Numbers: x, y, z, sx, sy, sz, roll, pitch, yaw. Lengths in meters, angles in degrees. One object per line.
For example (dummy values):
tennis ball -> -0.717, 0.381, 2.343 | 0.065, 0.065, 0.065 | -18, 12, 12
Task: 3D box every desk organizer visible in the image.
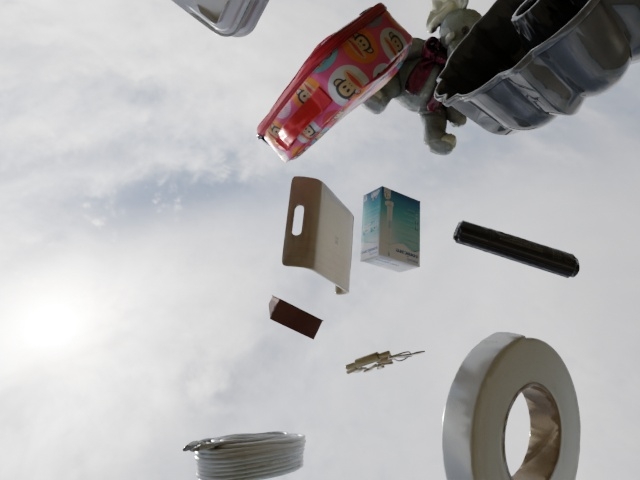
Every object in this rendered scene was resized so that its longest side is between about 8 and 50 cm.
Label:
desk organizer -> -0.062, 0.177, 1.015 | 0.130, 0.047, 0.050 | 32, -101, -27

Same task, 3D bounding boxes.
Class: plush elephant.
plush elephant -> 0.287, -0.410, 1.022 | 0.272, 0.255, 0.330 | 32, -126, -13

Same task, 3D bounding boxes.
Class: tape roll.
tape roll -> 0.396, 0.385, 0.887 | 0.392, 0.072, 0.392 | 4, -97, -34

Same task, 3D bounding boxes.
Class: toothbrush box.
toothbrush box -> 0.286, -0.040, 1.791 | 0.216, 0.126, 0.296 | 16, -113, -30

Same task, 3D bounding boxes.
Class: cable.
cable -> -0.161, 0.504, 1.036 | 0.257, 0.257, 0.089 | -7, -110, 7

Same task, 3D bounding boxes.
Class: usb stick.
usb stick -> 0.447, 0.017, 1.022 | 0.278, 0.045, 0.077 | 18, -145, 12

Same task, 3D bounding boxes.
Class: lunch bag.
lunch bag -> 0.010, -0.260, 0.794 | 0.120, 0.293, 0.258 | 46, -123, -10

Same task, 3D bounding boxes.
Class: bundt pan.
bundt pan -> 0.320, -0.278, 0.603 | 0.124, 0.331, 0.331 | 38, -130, -17

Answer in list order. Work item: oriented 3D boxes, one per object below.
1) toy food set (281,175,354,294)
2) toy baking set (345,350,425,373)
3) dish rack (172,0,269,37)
toy food set -> 0.000, 0.000, 1.127 | 0.092, 0.306, 0.220 | -3, -110, 24
toy baking set -> 0.207, 0.393, 1.465 | 0.196, 0.256, 0.030 | 22, -133, -52
dish rack -> -0.173, -0.480, 0.632 | 0.285, 0.333, 0.072 | 34, -132, -14
